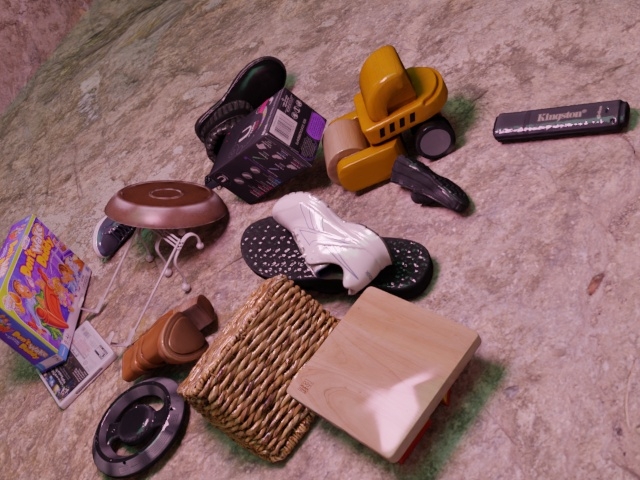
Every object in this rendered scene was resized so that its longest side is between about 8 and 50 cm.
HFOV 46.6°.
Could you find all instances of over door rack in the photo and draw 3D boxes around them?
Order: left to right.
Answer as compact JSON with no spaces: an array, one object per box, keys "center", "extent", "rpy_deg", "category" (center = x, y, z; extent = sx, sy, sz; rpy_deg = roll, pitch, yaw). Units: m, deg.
[{"center":[-0.439,0.095,1.853],"extent":[0.240,0.108,0.324],"rpy_deg":[28,80,50],"category":"over door rack"}]

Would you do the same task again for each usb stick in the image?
[{"center":[0.498,-0.249,1.559],"extent":[0.278,0.045,0.077],"rpy_deg":[-1,49,35],"category":"usb stick"}]

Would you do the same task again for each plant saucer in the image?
[{"center":[-0.396,-0.101,1.911],"extent":[0.311,0.050,0.310],"rpy_deg":[2,21,-1],"category":"plant saucer"}]

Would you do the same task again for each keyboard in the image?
[{"center":[-0.243,-0.204,2.057],"extent":[0.192,0.038,0.100],"rpy_deg":[-29,39,9],"category":"keyboard"}]

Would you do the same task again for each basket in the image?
[{"center":[-0.102,0.249,1.452],"extent":[0.299,0.223,0.213],"rpy_deg":[-53,9,-21],"category":"basket"}]

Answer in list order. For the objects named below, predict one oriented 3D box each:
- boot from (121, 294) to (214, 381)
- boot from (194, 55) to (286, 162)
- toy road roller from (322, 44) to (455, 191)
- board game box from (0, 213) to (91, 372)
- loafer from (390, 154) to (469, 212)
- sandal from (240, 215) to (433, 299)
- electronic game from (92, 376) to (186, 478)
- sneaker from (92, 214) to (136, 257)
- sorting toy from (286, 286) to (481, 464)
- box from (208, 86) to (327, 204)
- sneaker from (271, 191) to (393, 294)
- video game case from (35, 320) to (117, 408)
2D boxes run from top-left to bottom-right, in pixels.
[{"center":[-0.350,0.230,1.589],"extent":[0.220,0.109,0.283],"rpy_deg":[-35,16,12],"category":"boot"},{"center":[-0.200,-0.364,2.087],"extent":[0.348,0.131,0.260],"rpy_deg":[-48,26,1],"category":"boot"},{"center":[0.132,-0.292,1.711],"extent":[0.330,0.240,0.202],"rpy_deg":[-25,40,13],"category":"toy road roller"},{"center":[-0.718,0.128,1.886],"extent":[0.078,0.233,0.347],"rpy_deg":[-27,35,16],"category":"board game box"},{"center":[0.232,-0.110,1.600],"extent":[0.223,0.076,0.078],"rpy_deg":[41,116,44],"category":"loafer"},{"center":[0.021,0.056,1.569],"extent":[0.446,0.107,0.167],"rpy_deg":[13,57,28],"category":"sandal"},{"center":[-0.378,0.385,1.548],"extent":[0.229,0.048,0.229],"rpy_deg":[-20,40,18],"category":"electronic game"},{"center":[-0.529,-0.052,2.071],"extent":[0.164,0.086,0.226],"rpy_deg":[-7,45,34],"category":"sneaker"},{"center":[0.118,0.237,1.302],"extent":[0.257,0.089,0.255],"rpy_deg":[22,65,44],"category":"sorting toy"},{"center":[-0.134,-0.229,1.845],"extent":[0.270,0.143,0.165],"rpy_deg":[-27,37,47],"category":"box"},{"center":[0.000,0.000,1.482],"extent":[0.297,0.111,0.129],"rpy_deg":[30,70,36],"category":"sneaker"},{"center":[-0.597,0.300,1.816],"extent":[0.173,0.022,0.190],"rpy_deg":[-45,41,-13],"category":"video game case"}]
